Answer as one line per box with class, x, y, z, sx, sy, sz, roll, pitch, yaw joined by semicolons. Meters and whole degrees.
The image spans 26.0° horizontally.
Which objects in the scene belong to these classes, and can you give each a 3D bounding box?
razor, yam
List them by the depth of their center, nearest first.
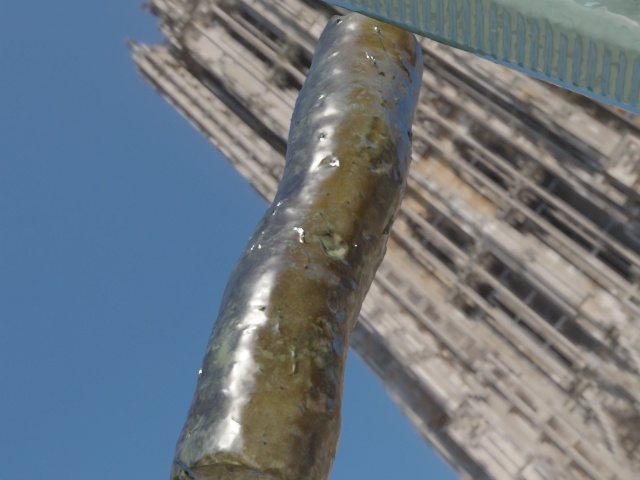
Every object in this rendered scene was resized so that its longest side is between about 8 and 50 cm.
razor;0.101;-0.028;0.298;0.111;0.278;0.056;-52;-19;-29
yam;0.000;0.000;0.552;0.061;0.253;0.061;9;-42;8
